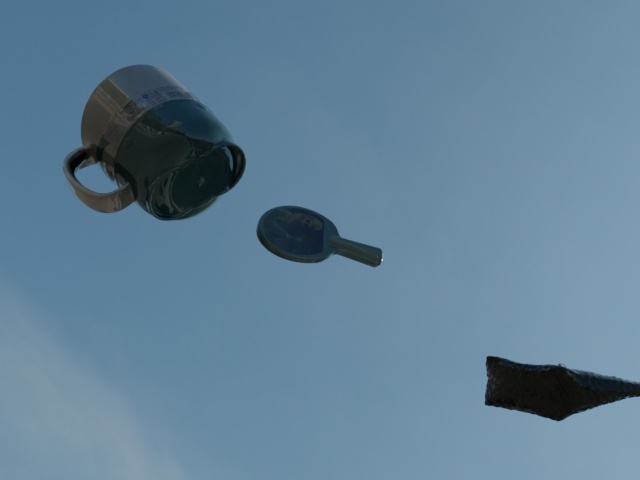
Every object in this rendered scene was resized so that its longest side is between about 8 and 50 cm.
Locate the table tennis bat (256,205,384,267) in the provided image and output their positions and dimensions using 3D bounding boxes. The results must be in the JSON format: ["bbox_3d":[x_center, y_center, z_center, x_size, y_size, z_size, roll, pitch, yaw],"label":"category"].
[{"bbox_3d":[0.000,0.000,1.740,0.237,0.149,0.038,18,-53,2],"label":"table tennis bat"}]

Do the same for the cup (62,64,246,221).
[{"bbox_3d":[-0.310,-0.153,1.703,0.257,0.289,0.219,42,-29,36],"label":"cup"}]

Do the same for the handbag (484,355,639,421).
[{"bbox_3d":[0.400,0.245,1.634,0.270,0.175,0.089,0,-90,57],"label":"handbag"}]
